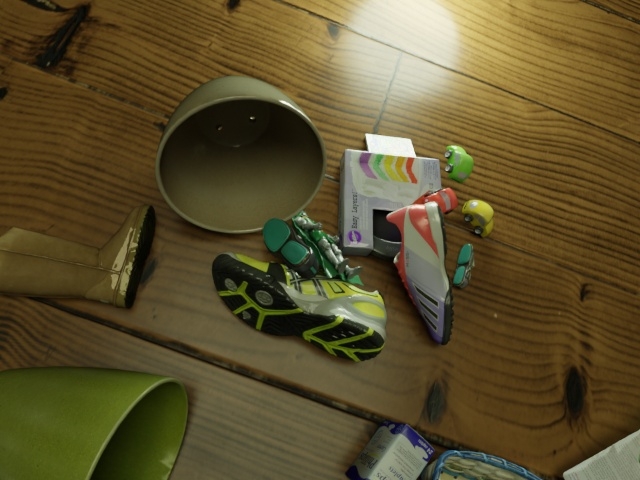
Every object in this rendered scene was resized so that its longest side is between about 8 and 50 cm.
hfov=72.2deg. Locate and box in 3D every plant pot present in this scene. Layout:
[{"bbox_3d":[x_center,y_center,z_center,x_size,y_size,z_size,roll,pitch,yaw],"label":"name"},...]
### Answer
[{"bbox_3d":[-0.421,0.319,0.720,0.294,0.274,0.274,14,68,12],"label":"plant pot"}]

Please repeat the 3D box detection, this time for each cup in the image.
[{"bbox_3d":[-0.174,-0.211,0.934,0.331,0.331,0.237,-7,47,-12],"label":"cup"}]

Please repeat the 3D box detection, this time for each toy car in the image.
[{"bbox_3d":[0.341,-0.137,1.060,0.239,0.053,0.224,16,66,-32],"label":"toy car"}]

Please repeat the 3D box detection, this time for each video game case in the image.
[{"bbox_3d":[0.177,-0.238,1.119,0.122,0.011,0.087,5,45,-8],"label":"video game case"}]

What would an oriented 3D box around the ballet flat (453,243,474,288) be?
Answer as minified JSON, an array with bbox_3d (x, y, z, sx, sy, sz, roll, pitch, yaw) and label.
[{"bbox_3d":[0.347,0.064,1.049,0.041,0.041,0.114,23,69,-1],"label":"ballet flat"}]

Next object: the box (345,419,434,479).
[{"bbox_3d":[0.128,0.421,0.831,0.072,0.126,0.137,42,69,5],"label":"box"}]

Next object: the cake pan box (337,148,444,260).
[{"bbox_3d":[0.167,-0.079,1.050,0.246,0.070,0.266,5,70,-6],"label":"cake pan box"}]

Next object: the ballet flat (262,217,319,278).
[{"bbox_3d":[-0.059,0.019,0.894,0.074,0.074,0.203,-24,32,-17],"label":"ballet flat"}]

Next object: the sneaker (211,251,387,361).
[{"bbox_3d":[-0.043,0.119,0.925,0.385,0.145,0.147,25,41,1],"label":"sneaker"}]

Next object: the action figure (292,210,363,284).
[{"bbox_3d":[0.000,0.000,0.952,0.063,0.137,0.232,-49,47,7],"label":"action figure"}]

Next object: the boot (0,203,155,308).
[{"bbox_3d":[-0.499,0.011,0.891,0.270,0.089,0.236,11,69,-4],"label":"boot"}]

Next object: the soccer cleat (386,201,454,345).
[{"bbox_3d":[0.221,0.077,0.952,0.117,0.108,0.318,-8,103,11],"label":"soccer cleat"}]

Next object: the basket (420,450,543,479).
[{"bbox_3d":[0.291,0.478,0.750,0.255,0.289,0.201,20,68,-4],"label":"basket"}]

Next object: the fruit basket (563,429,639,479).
[{"bbox_3d":[0.726,0.552,0.898,0.353,0.165,0.327,-27,76,-2],"label":"fruit basket"}]
